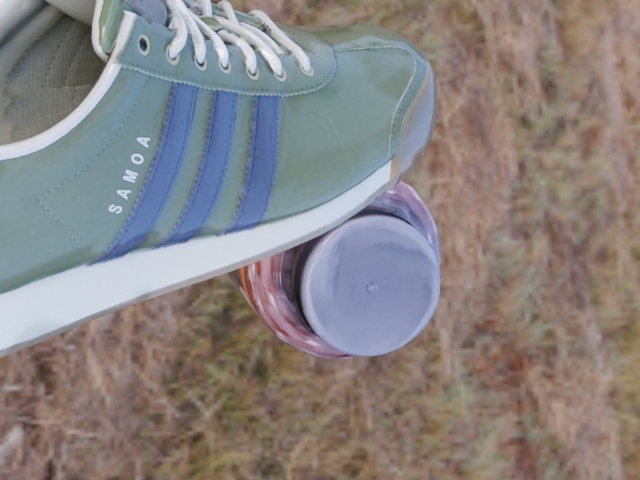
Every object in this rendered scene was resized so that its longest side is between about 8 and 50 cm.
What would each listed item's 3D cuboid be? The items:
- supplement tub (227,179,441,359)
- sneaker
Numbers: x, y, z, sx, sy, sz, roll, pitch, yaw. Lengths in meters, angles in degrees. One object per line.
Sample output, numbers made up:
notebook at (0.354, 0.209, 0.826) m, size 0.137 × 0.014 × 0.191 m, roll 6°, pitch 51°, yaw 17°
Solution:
supplement tub at (0.000, 0.000, 0.739) m, size 0.198 × 0.106 × 0.106 m, roll -136°, pitch -149°, yaw -71°
sneaker at (-0.043, -0.038, 0.352) m, size 0.192 × 0.064 × 0.086 m, roll -25°, pitch 133°, yaw -30°
